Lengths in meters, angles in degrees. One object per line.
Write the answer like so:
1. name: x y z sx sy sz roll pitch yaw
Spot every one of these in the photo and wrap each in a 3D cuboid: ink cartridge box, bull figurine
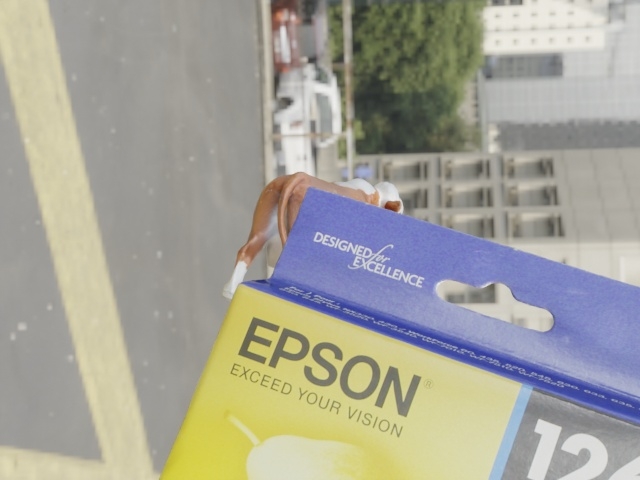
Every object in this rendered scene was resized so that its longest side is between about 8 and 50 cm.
1. ink cartridge box: 0.065 0.139 0.667 0.072 0.304 0.307 42 67 -70
2. bull figurine: 0.000 0.000 1.334 0.310 0.101 0.188 13 100 -63
